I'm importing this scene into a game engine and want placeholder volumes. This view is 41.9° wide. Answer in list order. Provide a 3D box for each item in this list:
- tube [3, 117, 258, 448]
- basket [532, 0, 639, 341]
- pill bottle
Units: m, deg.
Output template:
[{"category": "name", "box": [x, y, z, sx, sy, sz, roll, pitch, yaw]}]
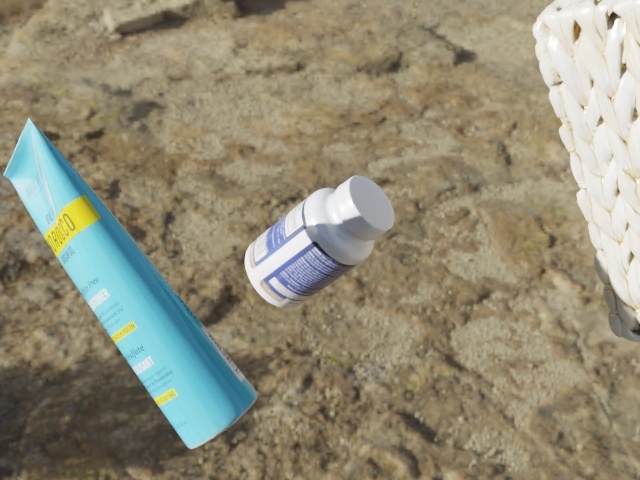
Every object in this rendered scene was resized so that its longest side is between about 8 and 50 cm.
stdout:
[{"category": "tube", "box": [-0.118, 0.027, 0.501, 0.052, 0.207, 0.080, -38, 3, -41]}, {"category": "basket", "box": [0.380, -0.102, 0.657, 0.266, 0.328, 0.331, 3, 34, 43]}, {"category": "pill bottle", "box": [0.000, 0.000, 0.668, 0.067, 0.120, 0.067, 29, 42, -30]}]
